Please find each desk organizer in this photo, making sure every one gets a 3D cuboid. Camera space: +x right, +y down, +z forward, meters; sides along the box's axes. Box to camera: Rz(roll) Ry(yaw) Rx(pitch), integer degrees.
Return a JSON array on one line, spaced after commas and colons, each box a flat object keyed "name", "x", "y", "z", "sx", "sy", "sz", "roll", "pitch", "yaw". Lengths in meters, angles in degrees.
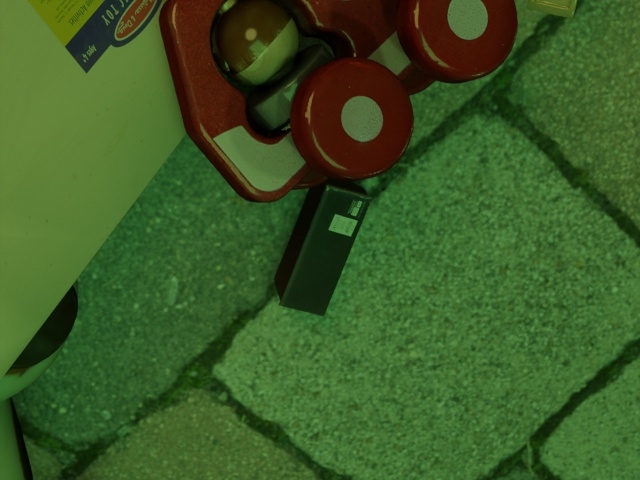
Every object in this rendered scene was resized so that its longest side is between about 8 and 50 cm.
[{"name": "desk organizer", "x": 0.000, "y": 0.000, "z": 1.623, "sx": 0.047, "sy": 0.050, "sz": 0.130, "roll": 14, "pitch": 114, "yaw": -18}]

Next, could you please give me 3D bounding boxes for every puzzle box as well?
[{"name": "puzzle box", "x": -0.237, "y": -0.125, "z": 1.362, "sx": 0.272, "sy": 0.052, "sz": 0.409, "roll": 52, "pitch": 54, "yaw": -27}]

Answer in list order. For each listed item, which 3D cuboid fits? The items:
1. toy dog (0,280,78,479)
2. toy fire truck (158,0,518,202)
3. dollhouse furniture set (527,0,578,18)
[{"name": "toy dog", "x": -0.344, "y": 0.150, "z": 1.509, "sx": 0.395, "sy": 0.284, "sz": 0.408, "roll": 13, "pitch": 112, "yaw": -18}, {"name": "toy fire truck", "x": -0.006, "y": -0.191, "z": 1.434, "sx": 0.302, "sy": 0.169, "sz": 0.254, "roll": -43, "pitch": 103, "yaw": -16}, {"name": "dollhouse furniture set", "x": 0.165, "y": -0.308, "z": 1.492, "sx": 0.161, "sy": 0.101, "sz": 0.182, "roll": 14, "pitch": 117, "yaw": 9}]
